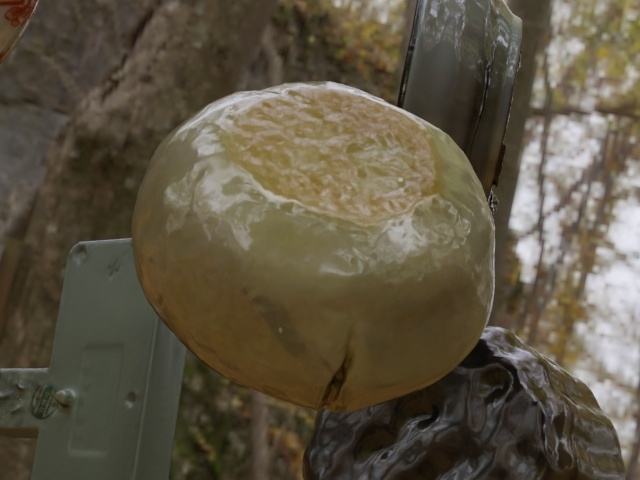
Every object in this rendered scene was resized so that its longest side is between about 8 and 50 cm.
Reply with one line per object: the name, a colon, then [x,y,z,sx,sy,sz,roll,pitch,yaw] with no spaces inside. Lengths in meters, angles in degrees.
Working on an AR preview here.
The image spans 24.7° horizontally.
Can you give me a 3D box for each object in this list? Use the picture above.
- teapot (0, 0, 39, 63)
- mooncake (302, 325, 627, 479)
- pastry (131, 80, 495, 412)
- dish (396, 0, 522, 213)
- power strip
teapot: [-0.205,-0.127,0.633,0.245,0.116,0.159,-40,-68,17]
mooncake: [0.123,0.214,1.354,0.290,0.290,0.161,2,-20,32]
pastry: [0.000,0.000,0.617,0.156,0.156,0.092,13,-49,4]
dish: [0.119,-0.117,1.285,0.106,0.316,0.316,11,-18,5]
power strip: [-0.162,0.106,0.950,0.145,0.216,0.061,-5,-20,33]
